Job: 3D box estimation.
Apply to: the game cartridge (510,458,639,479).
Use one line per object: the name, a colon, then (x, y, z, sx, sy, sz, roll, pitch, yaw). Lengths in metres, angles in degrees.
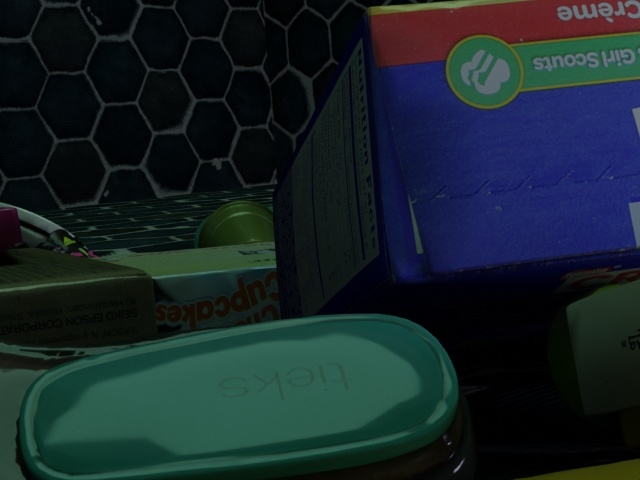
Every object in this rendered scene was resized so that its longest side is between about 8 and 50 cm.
game cartridge: (0.074, 0.093, 0.212, 0.324, 0.052, 0.285, -7, 6, -25)

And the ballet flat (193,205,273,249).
ballet flat: (0.000, 0.000, 1.274, 0.247, 0.083, 0.087, -8, 20, -5)

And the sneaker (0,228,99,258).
sneaker: (-0.204, 0.027, 1.088, 0.170, 0.074, 0.063, -2, 5, 23)

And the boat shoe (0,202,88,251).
boat shoe: (-0.351, 0.021, 1.221, 0.305, 0.091, 0.109, 4, -34, 31)

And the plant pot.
plant pot: (-0.065, 0.013, 1.180, 0.083, 0.083, 0.079, -5, 17, -13)

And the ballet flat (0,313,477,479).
ballet flat: (-0.095, 0.074, 0.367, 0.280, 0.096, 0.095, 4, 40, -6)

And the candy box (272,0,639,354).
candy box: (0.125, -0.019, 0.653, 0.268, 0.122, 0.317, -5, -10, -10)

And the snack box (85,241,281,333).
snack box: (-0.137, 0.045, 0.906, 0.322, 0.060, 0.187, -5, 5, -11)

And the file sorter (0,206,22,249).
file sorter: (-0.325, -0.069, 0.688, 0.291, 0.182, 0.202, -8, 3, -17)

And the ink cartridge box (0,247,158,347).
ink cartridge box: (-0.203, 0.059, 0.635, 0.193, 0.088, 0.235, -8, 6, -24)

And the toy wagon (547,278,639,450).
toy wagon: (0.260, 0.020, 0.455, 0.344, 0.068, 0.267, 0, -14, -28)
